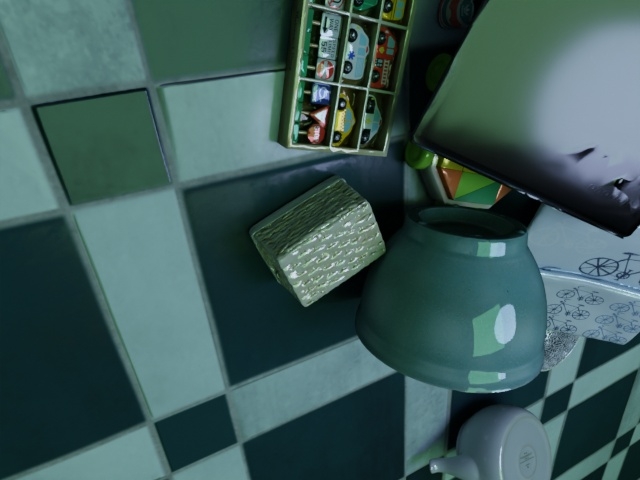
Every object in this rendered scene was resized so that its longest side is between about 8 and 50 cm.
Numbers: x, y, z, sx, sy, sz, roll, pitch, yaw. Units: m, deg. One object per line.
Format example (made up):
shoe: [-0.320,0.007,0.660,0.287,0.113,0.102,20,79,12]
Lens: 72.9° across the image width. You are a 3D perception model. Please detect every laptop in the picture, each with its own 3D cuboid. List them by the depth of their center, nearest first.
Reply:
laptop: [0.369,-0.284,0.608,0.381,0.236,0.409,21,61,-13]

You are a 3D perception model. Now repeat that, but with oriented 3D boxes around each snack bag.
snack bag: [0.506,0.076,0.814,0.322,0.037,0.343,12,139,4]

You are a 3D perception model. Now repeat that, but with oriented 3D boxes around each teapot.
teapot: [0.432,0.523,1.078,0.256,0.187,0.253,43,61,-19]

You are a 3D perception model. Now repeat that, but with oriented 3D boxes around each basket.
basket: [0.000,0.000,0.640,0.167,0.103,0.113,-34,125,-11]

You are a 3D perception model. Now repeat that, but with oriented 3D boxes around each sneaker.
sneaker: [0.255,-0.340,0.635,0.161,0.075,0.057,-17,120,-20]

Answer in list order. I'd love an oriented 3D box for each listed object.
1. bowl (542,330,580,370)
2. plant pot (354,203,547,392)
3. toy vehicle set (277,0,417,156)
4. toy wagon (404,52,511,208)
bowl: [0.547,0.224,1.055,0.169,0.080,0.170,-11,117,-23]
plant pot: [0.207,0.058,0.670,0.292,0.293,0.197,-6,112,-26]
toy vehicle set: [0.038,-0.253,0.583,0.165,0.035,0.267,-3,114,-27]
toy wagon: [0.270,-0.151,0.736,0.266,0.068,0.345,3,111,-29]
